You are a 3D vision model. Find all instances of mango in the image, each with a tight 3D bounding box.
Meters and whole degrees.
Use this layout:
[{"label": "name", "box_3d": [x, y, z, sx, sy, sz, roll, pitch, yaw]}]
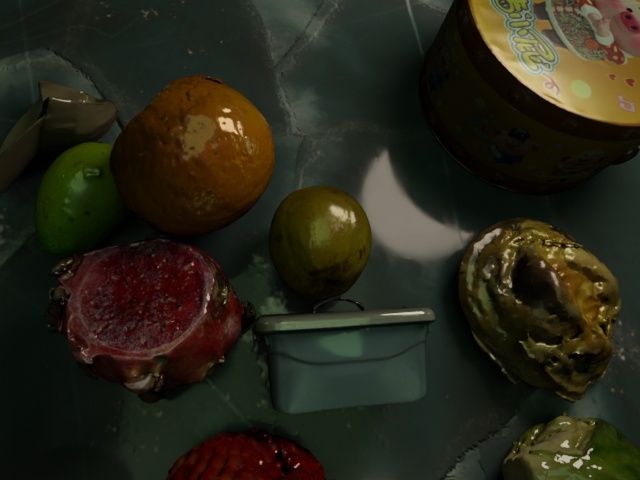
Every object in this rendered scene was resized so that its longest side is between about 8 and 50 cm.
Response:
[{"label": "mango", "box_3d": [-0.335, -0.059, 0.580, 0.119, 0.100, 0.178, 23, 76, -3]}]

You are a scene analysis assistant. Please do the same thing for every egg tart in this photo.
[{"label": "egg tart", "box_3d": [0.357, 0.092, 0.622, 0.297, 0.132, 0.297, 4, 71, -13]}]

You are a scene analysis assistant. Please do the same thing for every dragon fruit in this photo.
[{"label": "dragon fruit", "box_3d": [-0.224, 0.095, 0.515, 0.282, 0.147, 0.211, 3, 70, -9]}]

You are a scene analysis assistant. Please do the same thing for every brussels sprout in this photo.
[{"label": "brussels sprout", "box_3d": [0.339, 0.315, 0.528, 0.183, 0.131, 0.145, -19, 69, -20]}]

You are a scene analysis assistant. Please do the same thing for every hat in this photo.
[{"label": "hat", "box_3d": [-0.398, -0.146, 0.614, 0.144, 0.173, 0.166, 9, 21, -38]}]

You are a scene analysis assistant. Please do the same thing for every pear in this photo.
[{"label": "pear", "box_3d": [0.000, 0.000, 0.584, 0.148, 0.149, 0.162, 1, 65, -8]}]

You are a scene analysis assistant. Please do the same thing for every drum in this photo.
[{"label": "drum", "box_3d": [0.405, -0.313, 0.725, 0.431, 0.214, 0.431, 3, 70, -7]}]

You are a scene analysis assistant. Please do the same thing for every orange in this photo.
[{"label": "orange", "box_3d": [-0.167, -0.108, 0.546, 0.193, 0.219, 0.219, 26, 66, -26]}]

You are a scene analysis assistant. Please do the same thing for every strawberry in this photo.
[{"label": "strawberry", "box_3d": [-0.074, 0.295, 0.411, 0.205, 0.244, 0.205, 3, 67, -8]}]

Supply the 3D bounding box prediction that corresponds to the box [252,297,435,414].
[{"label": "box", "box_3d": [0.025, 0.140, 0.533, 0.227, 0.162, 0.130, -1, 80, -9]}]
